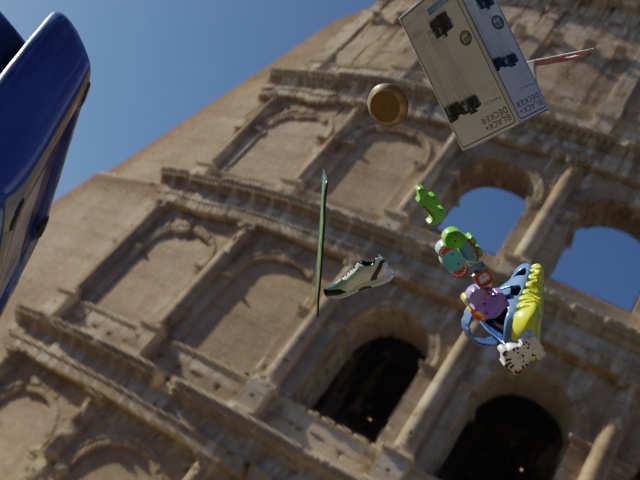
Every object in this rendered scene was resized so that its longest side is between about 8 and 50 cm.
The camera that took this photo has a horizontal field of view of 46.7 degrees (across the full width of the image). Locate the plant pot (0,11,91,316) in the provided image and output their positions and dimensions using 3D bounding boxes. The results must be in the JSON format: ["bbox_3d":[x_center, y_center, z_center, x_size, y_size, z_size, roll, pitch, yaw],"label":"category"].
[{"bbox_3d":[-0.282,-0.045,0.457,0.212,0.236,0.236,21,-55,-15],"label":"plant pot"}]

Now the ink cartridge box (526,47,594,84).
[{"bbox_3d":[0.458,-0.357,1.606,0.238,0.275,0.060,-6,-81,16],"label":"ink cartridge box"}]

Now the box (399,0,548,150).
[{"bbox_3d":[0.283,-0.333,1.384,0.169,0.087,0.290,-21,-84,59],"label":"box"}]

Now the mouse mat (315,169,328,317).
[{"bbox_3d":[0.000,0.000,1.049,0.007,0.152,0.190,4,-79,-2],"label":"mouse mat"}]

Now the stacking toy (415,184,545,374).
[{"bbox_3d":[0.186,0.046,0.927,0.221,0.052,0.167,55,6,-21],"label":"stacking toy"}]

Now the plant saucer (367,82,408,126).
[{"bbox_3d":[0.124,-0.252,1.392,0.083,0.015,0.084,12,-62,24],"label":"plant saucer"}]

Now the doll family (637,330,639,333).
[{"bbox_3d":[0.248,0.039,0.482,0.075,0.111,0.193,-4,-54,1],"label":"doll family"}]

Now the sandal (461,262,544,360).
[{"bbox_3d":[0.351,0.120,1.399,0.138,0.317,0.126,1,-78,20],"label":"sandal"}]

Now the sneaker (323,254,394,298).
[{"bbox_3d":[0.052,0.053,1.096,0.109,0.040,0.044,-22,-76,13],"label":"sneaker"}]
